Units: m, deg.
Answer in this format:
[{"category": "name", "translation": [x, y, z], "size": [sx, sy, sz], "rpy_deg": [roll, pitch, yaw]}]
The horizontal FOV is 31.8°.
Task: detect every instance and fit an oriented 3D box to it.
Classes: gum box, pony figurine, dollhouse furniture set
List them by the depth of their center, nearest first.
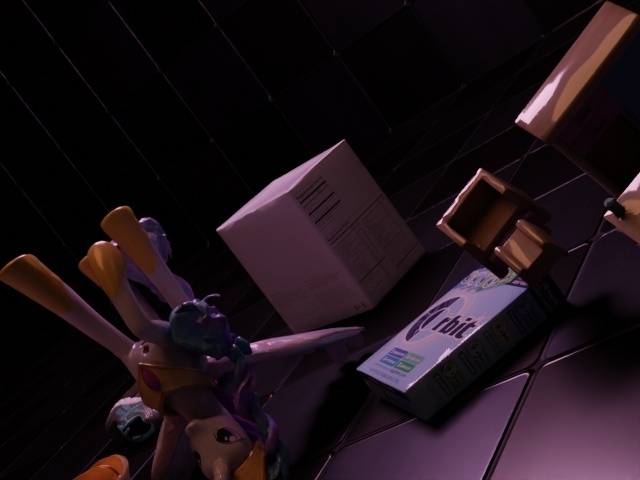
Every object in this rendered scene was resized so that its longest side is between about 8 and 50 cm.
[{"category": "dollhouse furniture set", "translation": [0.319, -0.017, 0.965], "size": [0.286, 0.198, 0.303], "rpy_deg": [-53, 38, 8]}, {"category": "gum box", "translation": [0.139, 0.098, 1.141], "size": [0.184, 0.041, 0.157], "rpy_deg": [-39, 11, -11]}, {"category": "pony figurine", "translation": [-0.145, 0.138, 1.259], "size": [0.303, 0.363, 0.351], "rpy_deg": [-42, -8, 11]}]

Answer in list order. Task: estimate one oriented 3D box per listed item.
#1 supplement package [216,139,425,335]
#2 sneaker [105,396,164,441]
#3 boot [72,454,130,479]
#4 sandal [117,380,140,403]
[{"category": "supplement package", "translation": [0.000, 0.000, 1.631], "size": [0.194, 0.203, 0.149], "rpy_deg": [-25, 15, 50]}, {"category": "sneaker", "translation": [-0.292, 0.284, 1.754], "size": [0.166, 0.065, 0.076], "rpy_deg": [-33, 16, 40]}, {"category": "boot", "translation": [-0.310, 0.310, 1.273], "size": [0.211, 0.104, 0.295], "rpy_deg": [-3, -5, -27]}, {"category": "sandal", "translation": [-0.243, 0.226, 1.816], "size": [0.120, 0.086, 0.303], "rpy_deg": [-43, -5, -43]}]
